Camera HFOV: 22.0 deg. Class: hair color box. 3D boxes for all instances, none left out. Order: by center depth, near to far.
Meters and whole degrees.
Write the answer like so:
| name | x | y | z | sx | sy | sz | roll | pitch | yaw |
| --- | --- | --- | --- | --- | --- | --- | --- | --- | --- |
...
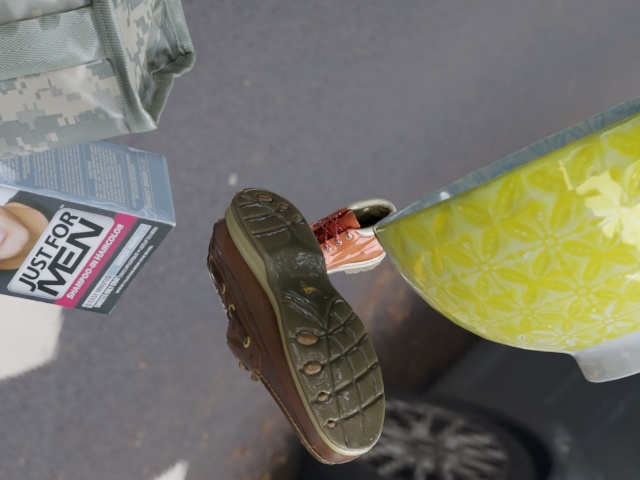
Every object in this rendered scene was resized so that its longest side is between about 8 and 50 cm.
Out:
| name | x | y | z | sx | sy | sz | roll | pitch | yaw |
| --- | --- | --- | --- | --- | --- | --- | --- | --- | --- |
| hair color box | -0.373 | -0.041 | 1.847 | 0.185 | 0.374 | 0.114 | -50 | -141 | 38 |

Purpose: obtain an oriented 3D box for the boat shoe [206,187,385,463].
| name | x | y | z | sx | sy | sz | roll | pitch | yaw |
| --- | --- | --- | --- | --- | --- | --- | --- | --- | --- |
| boat shoe | -0.018 | 0.054 | 0.931 | 0.064 | 0.178 | 0.060 | 6 | 137 | -40 |

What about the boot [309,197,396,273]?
| name | x | y | z | sx | sy | sz | roll | pitch | yaw |
| --- | --- | --- | --- | --- | --- | --- | --- | --- | --- |
| boot | 0.000 | 0.000 | 1.579 | 0.157 | 0.059 | 0.085 | -17 | 156 | -26 |

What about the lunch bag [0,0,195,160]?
| name | x | y | z | sx | sy | sz | roll | pitch | yaw |
| --- | --- | --- | --- | --- | --- | --- | --- | --- | --- |
| lunch bag | -0.214 | -0.186 | 0.852 | 0.169 | 0.235 | 0.287 | -76 | 154 | -68 |

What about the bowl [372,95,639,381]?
| name | x | y | z | sx | sy | sz | roll | pitch | yaw |
| --- | --- | --- | --- | --- | --- | --- | --- | --- | --- |
| bowl | 0.196 | -0.001 | 1.083 | 0.156 | 0.289 | 0.289 | 65 | 25 | -1 |
